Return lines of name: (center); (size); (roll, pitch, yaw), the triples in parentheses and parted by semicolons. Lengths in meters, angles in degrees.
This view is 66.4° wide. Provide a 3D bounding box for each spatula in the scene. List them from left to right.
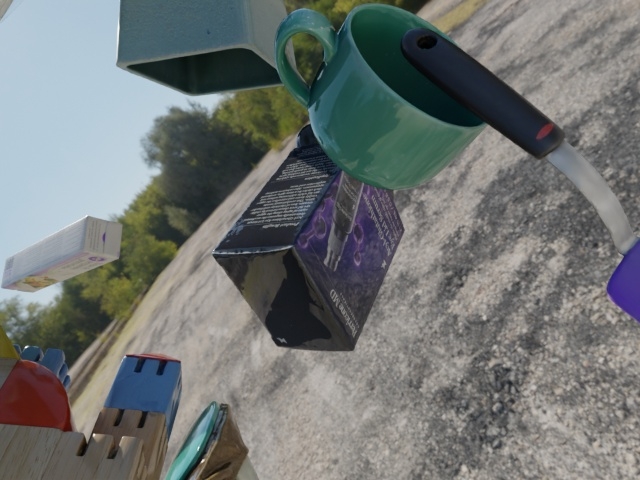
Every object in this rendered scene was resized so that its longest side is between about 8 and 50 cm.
spatula: (0.162, -0.039, 0.309); (0.084, 0.296, 0.030); (-42, -9, -12)

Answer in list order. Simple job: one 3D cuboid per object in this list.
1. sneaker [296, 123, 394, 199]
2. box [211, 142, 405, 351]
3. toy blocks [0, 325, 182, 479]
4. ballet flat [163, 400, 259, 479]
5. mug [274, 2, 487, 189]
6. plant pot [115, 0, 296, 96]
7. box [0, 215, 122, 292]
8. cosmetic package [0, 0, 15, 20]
sneaker: (0.016, -0.095, 0.772); (0.124, 0.107, 0.283); (-14, -15, 24)
box: (0.000, 0.000, 0.563); (0.108, 0.153, 0.207); (-5, 40, 33)
toy blocks: (-0.258, 0.150, 0.309); (0.261, 0.382, 0.190); (-90, 9, -52)
ballet flat: (-0.115, 0.282, 0.498); (0.116, 0.124, 0.342); (-53, 3, 1)
mug: (0.046, -0.114, 0.394); (0.129, 0.158, 0.097); (-41, -7, -42)
plant pot: (-0.196, -0.423, 0.881); (0.248, 0.252, 0.247); (-2, 3, 16)
box: (-0.474, 0.033, 0.881); (0.324, 0.063, 0.067); (-18, 66, 35)
cosmetic package: (-0.573, -0.600, 0.773); (0.327, 0.329, 0.393); (-45, 36, 17)
